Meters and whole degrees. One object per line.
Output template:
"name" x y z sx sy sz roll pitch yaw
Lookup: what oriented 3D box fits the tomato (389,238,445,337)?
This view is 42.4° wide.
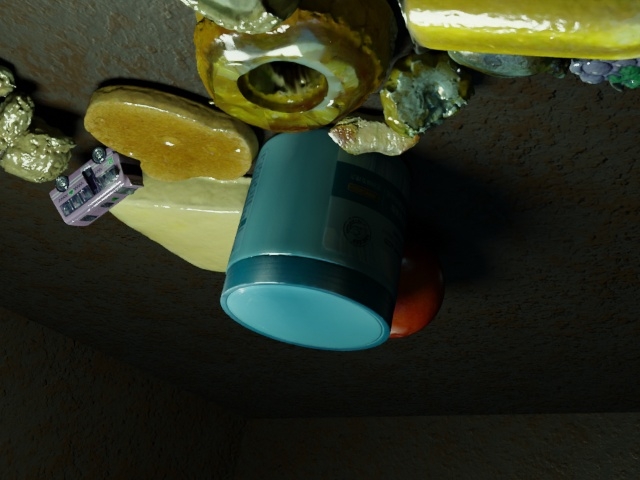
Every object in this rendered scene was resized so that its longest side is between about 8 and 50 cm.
"tomato" 0.138 0.109 1.891 0.299 0.226 0.298 3 173 0

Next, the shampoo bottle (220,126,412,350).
"shampoo bottle" 0.000 0.000 1.626 0.331 0.342 0.331 9 154 5

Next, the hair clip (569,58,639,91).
"hair clip" 0.440 -0.274 1.235 0.195 0.052 0.124 17 165 -29

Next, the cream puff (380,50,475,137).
"cream puff" 0.163 -0.238 1.321 0.121 0.156 0.156 54 147 0

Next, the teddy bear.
"teddy bear" -0.626 -0.215 1.677 0.256 0.156 0.267 25 150 -29

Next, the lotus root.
"lotus root" 0.275 -0.284 1.215 0.192 0.088 0.113 16 -179 5

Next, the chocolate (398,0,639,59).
"chocolate" 0.318 -0.282 1.000 0.445 0.162 0.162 17 161 34

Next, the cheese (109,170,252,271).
"cheese" -0.252 -0.056 1.892 0.384 0.104 0.384 10 154 5

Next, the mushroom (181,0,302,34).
"mushroom" -0.141 -0.402 1.063 0.267 0.189 0.164 31 164 -34

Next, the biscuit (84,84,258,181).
"biscuit" -0.298 -0.204 1.664 0.344 0.057 0.287 15 154 -6

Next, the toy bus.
"toy bus" -0.477 -0.118 1.776 0.199 0.108 0.096 -33 167 19

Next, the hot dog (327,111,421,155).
"hot dog" 0.099 -0.194 1.507 0.169 0.061 0.078 7 112 6

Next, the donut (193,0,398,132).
"donut" -0.049 -0.286 1.276 0.330 0.160 0.330 11 151 6
